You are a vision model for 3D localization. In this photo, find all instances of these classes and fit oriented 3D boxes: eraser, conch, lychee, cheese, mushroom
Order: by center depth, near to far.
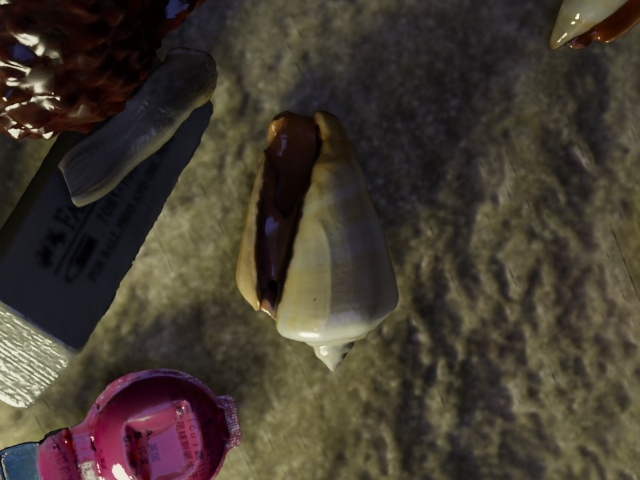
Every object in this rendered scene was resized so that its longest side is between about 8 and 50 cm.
[{"bbox_3d":[-0.255,-0.240,1.508,0.330,0.306,0.306,13,96,3],"label":"lychee"},{"bbox_3d":[-0.171,-0.104,1.598,0.059,0.054,0.202,44,63,-6],"label":"mushroom"},{"bbox_3d":[-0.224,-0.016,1.609,0.111,0.077,0.352,38,60,-20],"label":"eraser"},{"bbox_3d":[-0.198,0.211,1.720,0.244,0.062,0.155,-16,103,-13],"label":"cheese"},{"bbox_3d":[0.002,0.004,1.732,0.158,0.127,0.255,0,77,12],"label":"conch"},{"bbox_3d":[0.309,-0.266,1.777,0.104,0.094,0.176,12,103,-58],"label":"conch"}]
